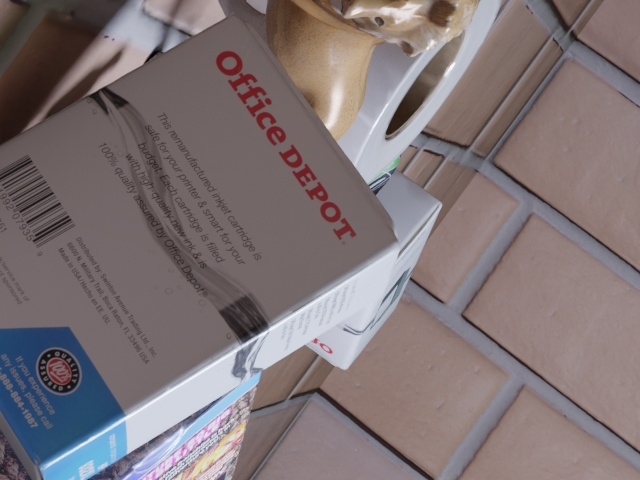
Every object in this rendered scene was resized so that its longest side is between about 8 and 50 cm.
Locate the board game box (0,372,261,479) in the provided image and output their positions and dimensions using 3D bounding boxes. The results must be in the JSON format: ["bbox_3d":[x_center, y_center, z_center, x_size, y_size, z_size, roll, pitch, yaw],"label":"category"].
[{"bbox_3d":[-0.193,0.189,1.598,0.232,0.141,0.291,-37,161,-28],"label":"board game box"}]

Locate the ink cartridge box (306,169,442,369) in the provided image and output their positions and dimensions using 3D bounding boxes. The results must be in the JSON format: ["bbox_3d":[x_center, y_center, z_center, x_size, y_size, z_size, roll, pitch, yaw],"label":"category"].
[{"bbox_3d":[0.000,0.000,2.220,0.121,0.211,0.289,-50,171,-26],"label":"ink cartridge box"}]

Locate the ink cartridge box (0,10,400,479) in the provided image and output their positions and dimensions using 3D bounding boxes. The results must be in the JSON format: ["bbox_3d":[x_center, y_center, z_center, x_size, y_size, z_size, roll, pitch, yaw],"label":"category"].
[{"bbox_3d":[-0.130,0.012,1.406,0.307,0.223,0.129,-31,165,-14],"label":"ink cartridge box"}]

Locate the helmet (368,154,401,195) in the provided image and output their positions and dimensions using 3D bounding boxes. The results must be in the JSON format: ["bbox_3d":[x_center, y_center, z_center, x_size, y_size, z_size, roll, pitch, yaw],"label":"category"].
[{"bbox_3d":[0.007,-0.107,2.023,0.161,0.169,0.169,-34,166,-11],"label":"helmet"}]

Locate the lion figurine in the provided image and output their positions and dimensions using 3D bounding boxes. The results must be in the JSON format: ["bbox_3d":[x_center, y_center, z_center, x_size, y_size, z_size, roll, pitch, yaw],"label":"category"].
[{"bbox_3d":[-0.005,-0.171,1.523,0.142,0.240,0.392,-48,170,-24],"label":"lion figurine"}]

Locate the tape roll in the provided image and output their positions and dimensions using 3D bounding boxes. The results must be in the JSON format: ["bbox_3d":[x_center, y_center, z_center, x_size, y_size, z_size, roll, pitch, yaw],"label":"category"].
[{"bbox_3d":[0.038,-0.195,1.836,0.246,0.169,0.246,-50,170,-12],"label":"tape roll"}]
